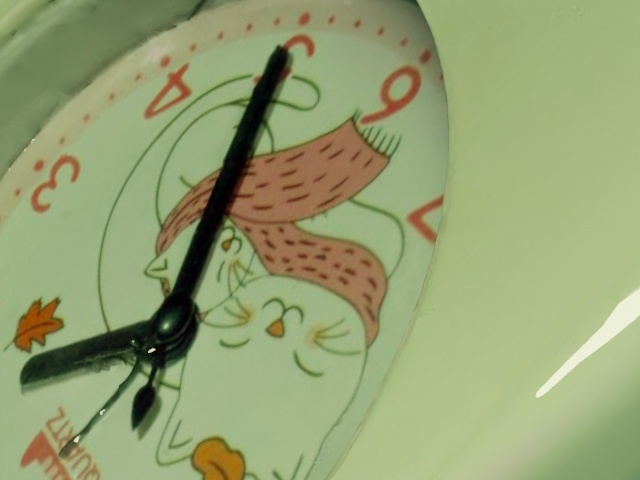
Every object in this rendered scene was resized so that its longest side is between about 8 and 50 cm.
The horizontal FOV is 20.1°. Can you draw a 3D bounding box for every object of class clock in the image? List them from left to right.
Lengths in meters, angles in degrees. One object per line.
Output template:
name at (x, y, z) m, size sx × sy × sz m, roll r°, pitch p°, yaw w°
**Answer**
clock at (-0.025, 0.027, 0.457) m, size 0.324 × 0.108 × 0.265 m, roll -47°, pitch 43°, yaw 6°
